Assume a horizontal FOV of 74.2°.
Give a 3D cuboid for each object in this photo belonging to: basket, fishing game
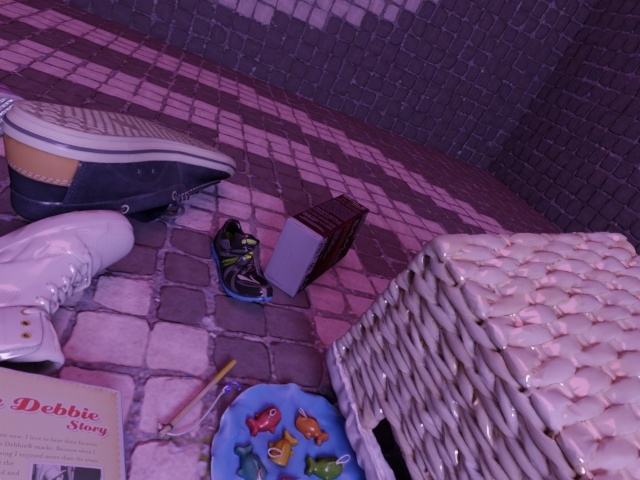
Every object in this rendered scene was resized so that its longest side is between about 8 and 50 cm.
[{"bbox_3d":[0.230,0.180,0.451,0.332,0.266,0.328,-1,48,-26],"label":"basket"},{"bbox_3d":[-0.027,0.233,0.472,0.264,0.041,0.189,34,30,15],"label":"fishing game"}]

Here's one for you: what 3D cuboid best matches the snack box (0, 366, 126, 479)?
[{"bbox_3d":[-0.273,0.152,0.246,0.322,0.060,0.187,34,16,-42],"label":"snack box"}]

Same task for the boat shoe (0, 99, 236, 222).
[{"bbox_3d":[-0.311,-0.122,0.743,0.187,0.155,0.500,25,14,8],"label":"boat shoe"}]

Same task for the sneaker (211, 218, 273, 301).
[{"bbox_3d":[-0.131,0.030,0.699,0.067,0.078,0.188,4,35,-37],"label":"sneaker"}]

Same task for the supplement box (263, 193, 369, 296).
[{"bbox_3d":[0.000,0.000,0.814,0.073,0.130,0.239,33,28,14],"label":"supplement box"}]

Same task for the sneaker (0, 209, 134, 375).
[{"bbox_3d":[-0.301,0.071,0.458,0.169,0.108,0.293,37,38,18],"label":"sneaker"}]

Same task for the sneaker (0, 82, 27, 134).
[{"bbox_3d":[-0.674,-0.257,0.726,0.161,0.102,0.282,37,18,27],"label":"sneaker"}]
